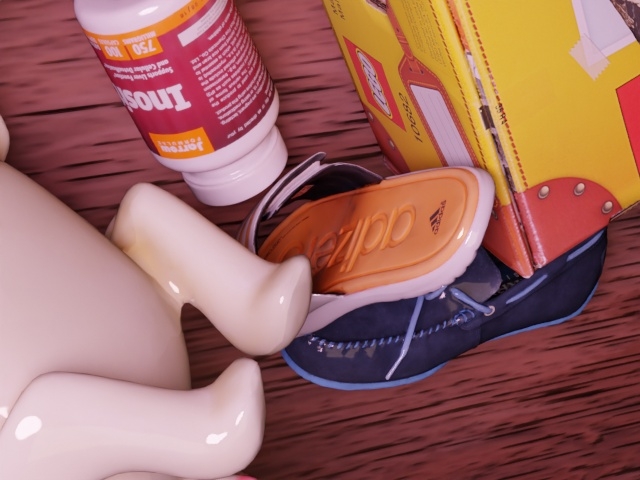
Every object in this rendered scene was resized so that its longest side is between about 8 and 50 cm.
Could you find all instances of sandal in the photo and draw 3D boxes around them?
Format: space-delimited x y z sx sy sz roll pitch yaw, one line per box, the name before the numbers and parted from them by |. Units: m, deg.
sandal | 0.004 -0.010 1.073 0.076 0.265 0.102 28 66 -23

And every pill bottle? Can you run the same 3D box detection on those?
pill bottle | -0.076 -0.096 1.061 0.086 0.086 0.152 -34 127 -10

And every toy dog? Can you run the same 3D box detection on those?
toy dog | -0.182 0.112 0.947 0.395 0.284 0.408 -34 110 10

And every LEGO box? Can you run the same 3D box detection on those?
LEGO box | 0.155 -0.292 1.021 0.372 0.193 0.500 -31 126 -12

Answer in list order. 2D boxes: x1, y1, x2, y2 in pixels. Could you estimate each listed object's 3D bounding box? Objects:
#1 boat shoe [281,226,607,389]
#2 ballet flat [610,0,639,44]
boat shoe | 0.083 0.020 1.214 0.258 0.109 0.089 -21 142 -36
ballet flat | 0.144 -0.297 0.803 0.182 0.164 0.483 7 110 4
